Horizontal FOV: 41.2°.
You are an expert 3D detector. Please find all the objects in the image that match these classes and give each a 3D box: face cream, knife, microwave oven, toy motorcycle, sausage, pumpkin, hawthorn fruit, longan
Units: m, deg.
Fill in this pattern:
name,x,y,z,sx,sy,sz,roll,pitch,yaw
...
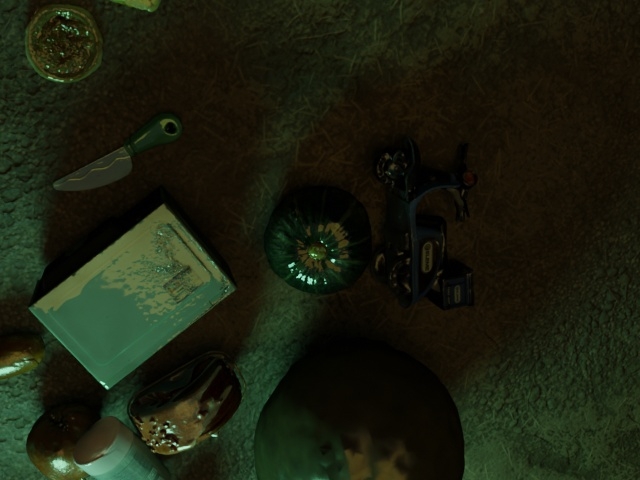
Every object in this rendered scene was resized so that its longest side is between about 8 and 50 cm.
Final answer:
name,x,y,z,sx,sy,sz,roll,pitch,yaw
face cream,-0.368,0.425,1.618,0.107,0.073,0.269,-50,149,-18
knife,-0.363,-0.148,1.550,0.260,0.034,0.063,-31,117,4
microwave oven,-0.334,0.076,1.538,0.295,0.181,0.237,-38,109,0
toy motorcycle,0.206,-0.034,1.669,0.212,0.125,0.358,-10,110,-18
sausage,-0.661,0.206,1.556,0.302,0.076,0.103,9,104,-15
pumpkin,-0.001,-0.001,1.611,0.211,0.152,0.212,2,115,4
hawthorn fruit,-0.488,0.398,1.627,0.149,0.149,0.189,9,119,-15
longan,0.070,0.391,1.614,0.404,0.404,0.436,5,138,-15

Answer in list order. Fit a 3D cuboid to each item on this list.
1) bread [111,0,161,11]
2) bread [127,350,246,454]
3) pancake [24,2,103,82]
name,x,y,z,sx,sy,sz,roll,pitch,yaw
bread,-0.320,-0.529,1.401,0.184,0.114,0.275,14,102,-13
bread,-0.248,0.311,1.614,0.224,0.212,0.142,-29,106,-4
pancake,-0.442,-0.340,1.473,0.139,0.022,0.139,-4,108,-13
